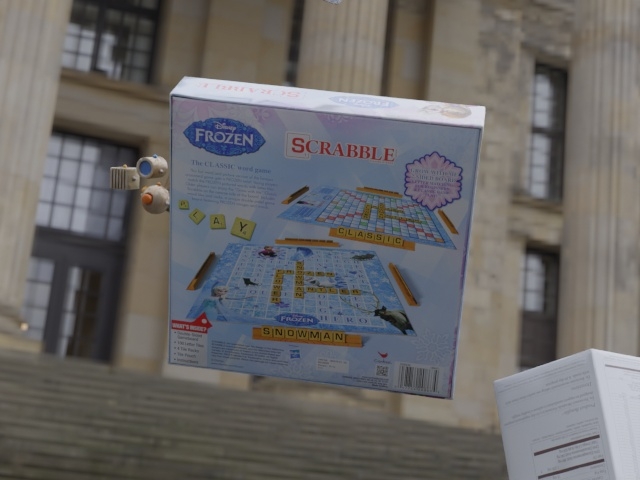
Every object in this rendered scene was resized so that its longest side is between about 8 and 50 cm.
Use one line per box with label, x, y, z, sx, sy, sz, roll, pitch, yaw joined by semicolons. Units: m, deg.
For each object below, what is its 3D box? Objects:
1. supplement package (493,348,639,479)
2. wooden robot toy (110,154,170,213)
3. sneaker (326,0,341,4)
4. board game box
supplement package;0.286;0.251;1.379;0.139;0.244;0.134;13;-29;-41
wooden robot toy;-0.196;-0.064;1.644;0.173;0.076;0.079;24;16;25
sneaker;0.008;-0.269;1.366;0.044;0.040;0.109;-41;-12;26
board game box;0.000;0.000;1.415;0.319;0.318;0.066;7;25;6
